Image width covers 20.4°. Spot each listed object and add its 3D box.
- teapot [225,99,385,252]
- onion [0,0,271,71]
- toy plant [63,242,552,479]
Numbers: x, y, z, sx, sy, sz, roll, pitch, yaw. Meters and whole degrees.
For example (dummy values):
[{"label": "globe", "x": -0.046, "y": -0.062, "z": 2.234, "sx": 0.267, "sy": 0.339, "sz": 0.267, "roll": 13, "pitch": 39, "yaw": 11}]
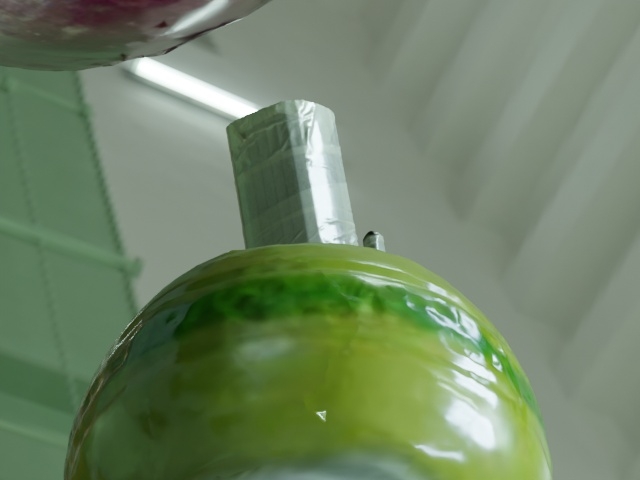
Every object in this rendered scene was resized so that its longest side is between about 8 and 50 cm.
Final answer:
[{"label": "teapot", "x": 0.000, "y": 0.000, "z": 1.297, "sx": 0.107, "sy": 0.077, "sz": 0.200, "roll": -17, "pitch": -105, "yaw": 28}, {"label": "onion", "x": -0.100, "y": -0.242, "z": 0.619, "sx": 0.358, "sy": 0.345, "sz": 0.358, "roll": -1, "pitch": -93, "yaw": 27}, {"label": "toy plant", "x": -0.001, "y": 0.157, "z": 0.597, "sx": 0.224, "sy": 0.184, "sz": 0.315, "roll": -39, "pitch": -150, "yaw": 29}]
